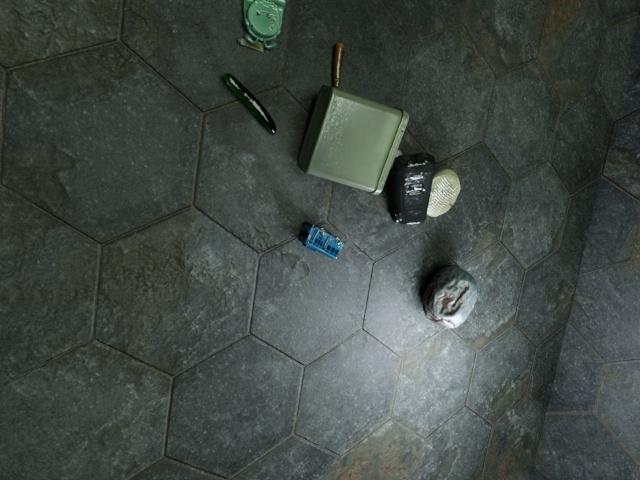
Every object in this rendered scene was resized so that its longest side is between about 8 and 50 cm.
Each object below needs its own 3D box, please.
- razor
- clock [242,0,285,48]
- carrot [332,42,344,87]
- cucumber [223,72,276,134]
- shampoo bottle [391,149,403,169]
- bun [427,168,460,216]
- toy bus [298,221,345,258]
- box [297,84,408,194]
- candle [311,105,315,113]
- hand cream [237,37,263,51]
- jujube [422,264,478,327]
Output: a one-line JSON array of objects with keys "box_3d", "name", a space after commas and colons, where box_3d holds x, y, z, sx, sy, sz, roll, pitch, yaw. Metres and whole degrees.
[{"box_3d": [0.407, -0.228, 1.876, 0.189, 0.107, 0.327, -5, 124, -4], "name": "razor"}, {"box_3d": [-0.204, -0.796, 1.509, 0.148, 0.060, 0.189, 0, 98, -28], "name": "clock"}, {"box_3d": [0.071, -0.704, 1.693, 0.042, 0.042, 0.171, -3, 104, -28], "name": "carrot"}, {"box_3d": [-0.252, -0.504, 1.550, 0.056, 0.056, 0.284, -51, 123, -10], "name": "cucumber"}, {"box_3d": [0.368, -0.322, 1.914, 0.074, 0.074, 0.192, -41, 118, -15], "name": "shampoo bottle"}, {"box_3d": [0.553, -0.237, 2.008, 0.209, 0.116, 0.237, 20, 105, -29], "name": "bun"}, {"box_3d": [0.000, 0.000, 1.770, 0.184, 0.090, 0.106, 29, 88, -30], "name": "toy bus"}, {"box_3d": [0.125, -0.397, 1.668, 0.343, 0.177, 0.352, 11, 110, -26], "name": "box"}, {"box_3d": [0.103, -0.471, 1.751, 0.329, 0.051, 0.048, 25, 53, -31], "name": "candle"}, {"box_3d": [-0.253, -0.716, 1.525, 0.102, 0.022, 0.035, 0, 93, -33], "name": "hand cream"}, {"box_3d": [0.647, 0.287, 2.105, 0.246, 0.215, 0.308, 39, 94, 7], "name": "jujube"}]
